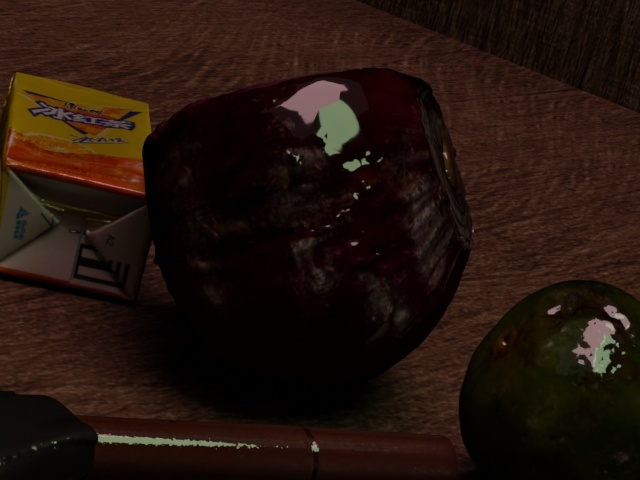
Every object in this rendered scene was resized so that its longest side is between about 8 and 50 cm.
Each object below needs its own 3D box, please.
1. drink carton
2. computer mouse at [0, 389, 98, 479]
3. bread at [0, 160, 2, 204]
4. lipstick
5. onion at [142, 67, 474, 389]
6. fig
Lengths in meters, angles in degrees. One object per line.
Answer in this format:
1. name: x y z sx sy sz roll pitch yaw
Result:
1. drink carton: -0.246 -0.063 1.881 0.154 0.111 0.351 13 18 -11
2. computer mouse: -0.245 0.146 1.163 0.147 0.088 0.264 4 22 25
3. bread: -0.410 -0.012 1.188 0.245 0.329 0.424 25 47 34
4. lipstick: -0.061 0.164 1.430 0.356 0.057 0.057 7 19 -27
5. onion: 0.000 0.000 1.653 0.282 0.260 0.337 -17 -8 -1
6. fig: 0.227 0.142 1.551 0.245 0.195 0.195 28 7 -36
